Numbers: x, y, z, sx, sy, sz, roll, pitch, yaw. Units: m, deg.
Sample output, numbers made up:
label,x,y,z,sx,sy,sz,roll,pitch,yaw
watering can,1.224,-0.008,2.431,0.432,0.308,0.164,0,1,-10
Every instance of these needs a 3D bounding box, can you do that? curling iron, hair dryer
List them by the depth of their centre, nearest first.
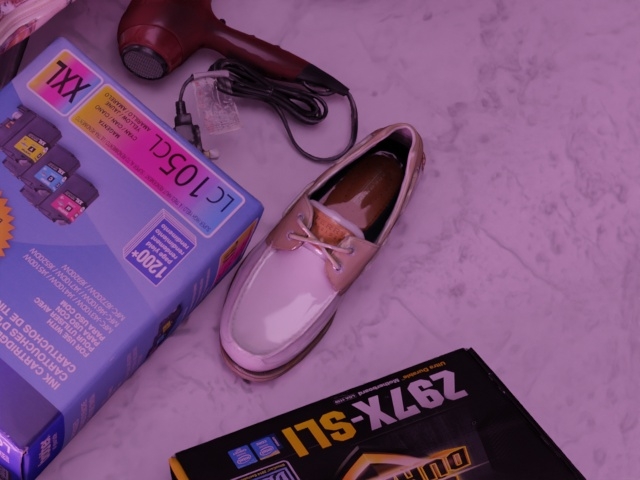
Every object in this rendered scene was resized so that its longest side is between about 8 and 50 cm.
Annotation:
label,x,y,z,sx,sy,sz,roll,pitch,yaw
curling iron,-0.302,-0.239,1.889,0.035,0.068,0.274,12,71,-7
hair dryer,-0.102,-0.199,1.912,0.223,0.080,0.294,-10,73,-32

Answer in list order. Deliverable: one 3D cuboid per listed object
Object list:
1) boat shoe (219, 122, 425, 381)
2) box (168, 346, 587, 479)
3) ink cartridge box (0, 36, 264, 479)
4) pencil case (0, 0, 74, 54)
label,x,y,z,sx,sy,sz,roll,pitch,yaw
boat shoe,0.000,0.000,1.811,0.113,0.103,0.302,32,65,4
box,0.058,0.241,1.666,0.322,0.079,0.257,-19,37,-17
ink cartridge box,-0.283,0.042,1.720,0.270,0.151,0.395,39,67,8
pencil case,-0.253,-0.295,1.759,0.410,0.160,0.183,-39,55,-21
